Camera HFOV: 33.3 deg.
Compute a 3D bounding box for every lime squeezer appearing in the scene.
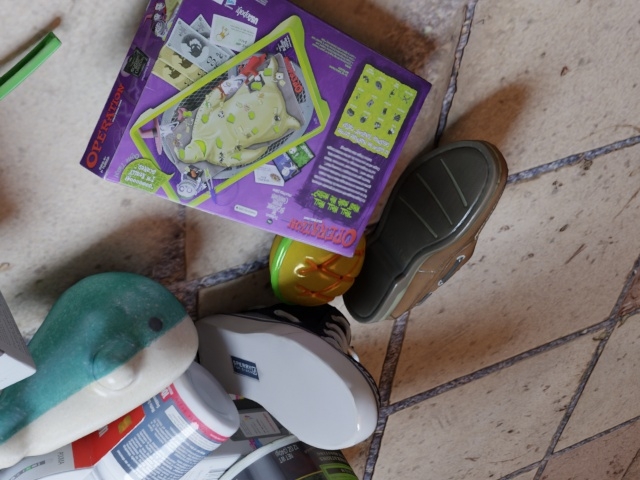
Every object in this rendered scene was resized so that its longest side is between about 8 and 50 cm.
[{"bbox_3d":[-0.360,-0.093,0.873,0.310,0.059,0.110,-15,112,-22],"label":"lime squeezer"}]

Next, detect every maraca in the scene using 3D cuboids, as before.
[{"bbox_3d":[0.000,0.000,1.223,0.127,0.099,0.186,-21,138,-36],"label":"maraca"}]

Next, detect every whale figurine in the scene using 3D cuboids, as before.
[{"bbox_3d":[-0.258,0.129,1.099,0.272,0.141,0.216,-33,-176,-35],"label":"whale figurine"}]

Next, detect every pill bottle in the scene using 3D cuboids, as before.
[{"bbox_3d":[-0.191,0.229,1.224,0.180,0.108,0.108,-41,145,8],"label":"pill bottle"}]

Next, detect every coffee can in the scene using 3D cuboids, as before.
[{"bbox_3d":[0.000,0.409,1.348,0.201,0.275,0.201,-23,144,-18],"label":"coffee can"}]

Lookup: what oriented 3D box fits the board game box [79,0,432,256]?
[{"bbox_3d":[-0.044,-0.115,1.021,0.347,0.056,0.208,19,95,-49],"label":"board game box"}]

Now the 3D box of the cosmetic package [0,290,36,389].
[{"bbox_3d":[-0.365,0.069,0.926,0.151,0.151,0.184,-28,165,-5],"label":"cosmetic package"}]

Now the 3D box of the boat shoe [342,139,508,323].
[{"bbox_3d":[0.140,-0.015,1.322,0.104,0.111,0.307,-5,147,-40],"label":"boat shoe"}]

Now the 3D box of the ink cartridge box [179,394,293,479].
[{"bbox_3d":[-0.158,0.311,1.458,0.306,0.131,0.226,5,131,-44],"label":"ink cartridge box"}]

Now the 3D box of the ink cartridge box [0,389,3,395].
[{"bbox_3d":[-0.463,0.223,1.129,0.237,0.100,0.172,-33,146,-2],"label":"ink cartridge box"}]

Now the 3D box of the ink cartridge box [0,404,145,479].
[{"bbox_3d":[-0.303,0.229,1.208,0.225,0.181,0.056,-46,112,0],"label":"ink cartridge box"}]

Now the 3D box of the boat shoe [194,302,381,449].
[{"bbox_3d":[-0.004,0.130,1.226,0.158,0.340,0.127,-17,109,-32],"label":"boat shoe"}]
